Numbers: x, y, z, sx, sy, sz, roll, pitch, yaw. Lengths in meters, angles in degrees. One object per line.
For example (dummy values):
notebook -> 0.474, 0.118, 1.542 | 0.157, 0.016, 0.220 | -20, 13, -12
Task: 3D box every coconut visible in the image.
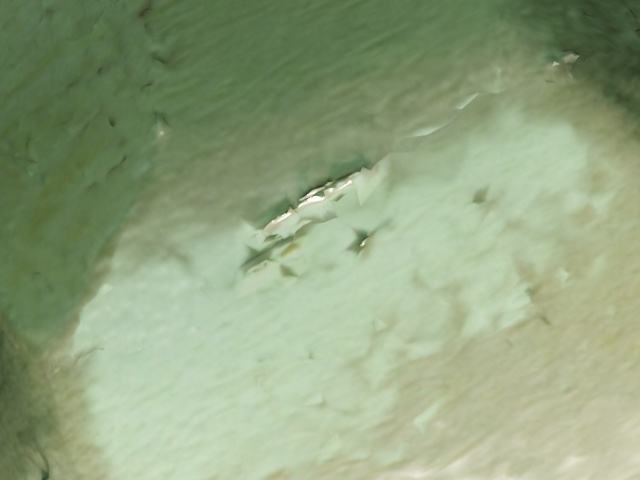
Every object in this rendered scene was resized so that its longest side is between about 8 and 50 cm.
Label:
coconut -> 0.000, 0.000, 0.481 | 0.247, 0.245, 0.245 | -24, 108, 1
